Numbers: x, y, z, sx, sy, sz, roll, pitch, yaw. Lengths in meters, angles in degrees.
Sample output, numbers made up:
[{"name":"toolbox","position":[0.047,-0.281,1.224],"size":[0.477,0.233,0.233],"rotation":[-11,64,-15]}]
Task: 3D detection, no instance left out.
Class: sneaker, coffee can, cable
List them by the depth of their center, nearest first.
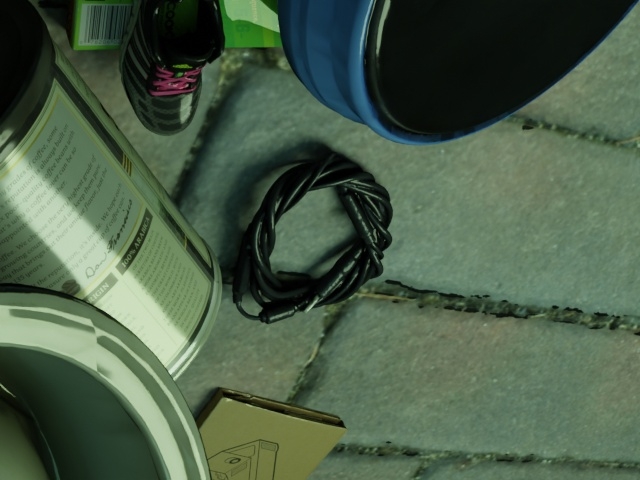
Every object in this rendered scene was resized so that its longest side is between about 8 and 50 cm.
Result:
[{"name":"sneaker","position":[-0.107,-0.137,0.957],"size":[0.063,0.074,0.170],"rotation":[-6,133,-20]},{"name":"coffee can","position":[-0.220,-0.016,0.966],"size":[0.202,0.201,0.275],"rotation":[-30,135,2]},{"name":"cable","position":[0.000,0.000,1.194],"size":[0.151,0.047,0.184],"rotation":[-3,129,-23]}]

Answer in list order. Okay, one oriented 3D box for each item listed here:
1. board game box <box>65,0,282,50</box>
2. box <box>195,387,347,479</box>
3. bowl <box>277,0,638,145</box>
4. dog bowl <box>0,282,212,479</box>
[{"name":"board game box","position":[-0.057,-0.204,0.995],"size":[0.260,0.039,0.124],"rotation":[-2,131,-20]},{"name":"box","position":[-0.091,0.246,1.387],"size":[0.164,0.021,0.201],"rotation":[19,119,-36]},{"name":"bowl","position":[0.146,-0.231,0.939],"size":[0.391,0.077,0.391],"rotation":[-33,152,-20]},{"name":"dog bowl","position":[-0.257,0.222,0.819],"size":[0.408,0.150,0.407],"rotation":[-7,100,-50]}]
